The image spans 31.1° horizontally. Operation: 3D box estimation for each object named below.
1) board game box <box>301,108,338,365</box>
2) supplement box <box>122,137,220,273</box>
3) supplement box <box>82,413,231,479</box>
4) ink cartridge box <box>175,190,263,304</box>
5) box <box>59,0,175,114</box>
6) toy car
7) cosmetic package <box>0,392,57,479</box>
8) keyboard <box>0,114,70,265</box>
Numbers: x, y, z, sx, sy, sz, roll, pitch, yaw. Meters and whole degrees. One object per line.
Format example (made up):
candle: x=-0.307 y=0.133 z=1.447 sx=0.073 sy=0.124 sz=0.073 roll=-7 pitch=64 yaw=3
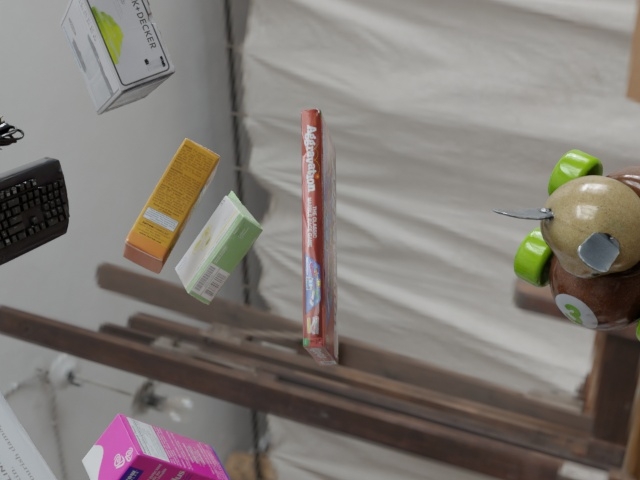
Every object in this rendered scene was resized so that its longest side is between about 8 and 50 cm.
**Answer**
board game box: x=0.000 y=0.000 z=1.378 sx=0.145 sy=0.027 sz=0.281 roll=65 pitch=-157 yaw=-74
supplement box: x=-0.262 y=-0.062 z=2.035 sx=0.078 sy=0.080 sz=0.233 roll=120 pitch=175 yaw=-66
supplement box: x=-0.274 y=0.394 z=1.951 sx=0.220 sy=0.114 sz=0.111 roll=29 pitch=-76 yaw=-39
ink cartridge box: x=-0.200 y=-0.002 z=2.106 sx=0.056 sy=0.235 sz=0.171 roll=33 pitch=-83 yaw=-27
box: x=-0.313 y=-0.297 z=1.743 sx=0.087 sy=0.290 sz=0.169 roll=-23 pitch=-83 yaw=-17
toy car: x=0.220 y=0.006 z=0.939 sx=0.188 sy=0.155 sz=0.149 roll=2 pitch=-66 yaw=-55
cosmetic package: x=-0.511 y=0.376 z=1.269 sx=0.329 sy=0.327 sz=0.394 roll=-37 pitch=-7 yaw=16
keyboard: x=-0.476 y=-0.059 z=1.619 sx=0.317 sy=0.033 sz=0.201 roll=-34 pitch=-65 yaw=-54
